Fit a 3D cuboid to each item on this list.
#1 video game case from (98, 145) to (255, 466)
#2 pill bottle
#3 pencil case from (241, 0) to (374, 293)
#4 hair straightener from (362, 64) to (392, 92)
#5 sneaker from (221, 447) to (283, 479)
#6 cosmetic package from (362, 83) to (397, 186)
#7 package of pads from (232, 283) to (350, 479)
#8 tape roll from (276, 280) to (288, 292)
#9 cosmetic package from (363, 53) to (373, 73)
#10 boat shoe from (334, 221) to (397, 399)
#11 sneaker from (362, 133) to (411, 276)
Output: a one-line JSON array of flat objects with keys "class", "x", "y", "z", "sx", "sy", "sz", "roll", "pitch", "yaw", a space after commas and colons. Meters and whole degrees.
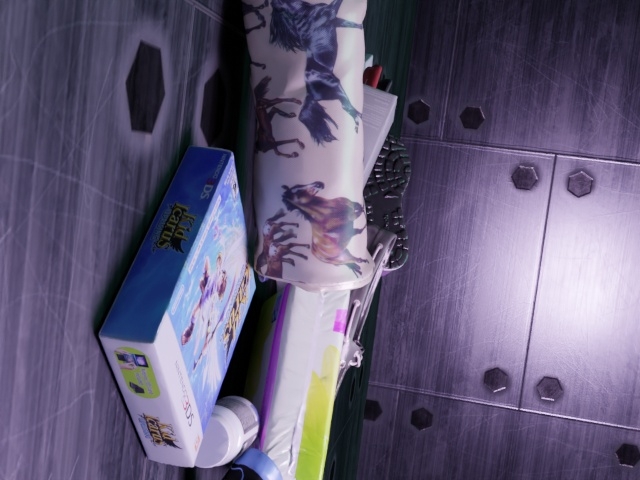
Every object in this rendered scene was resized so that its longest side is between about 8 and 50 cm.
[{"class": "video game case", "x": -0.144, "y": 0.074, "z": 0.925, "sx": 0.244, "sy": 0.061, "sz": 0.270, "roll": 88, "pitch": 14, "yaw": -48}, {"class": "pill bottle", "x": -0.131, "y": 0.250, "z": 1.080, "sx": 0.137, "sy": 0.078, "sz": 0.078, "roll": 18, "pitch": 80, "yaw": -80}, {"class": "pencil case", "x": -0.014, "y": -0.145, "z": 1.048, "sx": 0.183, "sy": 0.159, "sz": 0.410, "roll": -126, "pitch": -146, "yaw": -81}, {"class": "hair straightener", "x": 0.090, "y": -0.204, "z": 1.504, "sx": 0.089, "sy": 0.047, "sz": 0.230, "roll": 40, "pitch": 55, "yaw": -43}, {"class": "sneaker", "x": -0.120, "y": 0.370, "z": 1.090, "sx": 0.090, "sy": 0.081, "sz": 0.232, "roll": -37, "pitch": 157, "yaw": -47}, {"class": "cosmetic package", "x": 0.030, "y": -0.148, "z": 1.392, "sx": 0.107, "sy": 0.127, "sz": 0.238, "roll": 87, "pitch": 28, "yaw": -73}, {"class": "package of pads", "x": -0.049, "y": 0.217, "z": 1.252, "sx": 0.229, "sy": 0.101, "sz": 0.297, "roll": 138, "pitch": -36, "yaw": -68}, {"class": "tape roll", "x": 0.000, "y": 0.000, "z": 1.553, "sx": 0.286, "sy": 0.100, "sz": 0.286, "roll": 7, "pitch": 90, "yaw": -80}, {"class": "cosmetic package", "x": 0.039, "y": -0.287, "z": 1.594, "sx": 0.231, "sy": 0.085, "sz": 0.117, "roll": -55, "pitch": 152, "yaw": -64}, {"class": "boat shoe", "x": 0.055, "y": 0.130, "z": 1.409, "sx": 0.112, "sy": 0.095, "sz": 0.335, "roll": 45, "pitch": 56, "yaw": -79}, {"class": "sneaker", "x": 0.097, "y": -0.065, "z": 1.571, "sx": 0.124, "sy": 0.107, "sz": 0.283, "roll": 139, "pitch": -41, "yaw": -61}]
